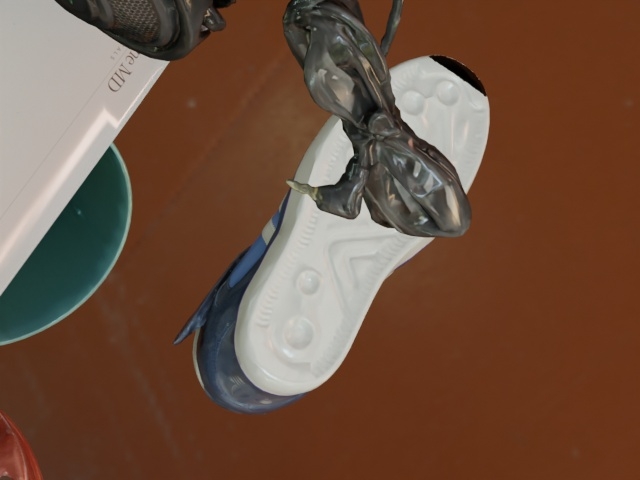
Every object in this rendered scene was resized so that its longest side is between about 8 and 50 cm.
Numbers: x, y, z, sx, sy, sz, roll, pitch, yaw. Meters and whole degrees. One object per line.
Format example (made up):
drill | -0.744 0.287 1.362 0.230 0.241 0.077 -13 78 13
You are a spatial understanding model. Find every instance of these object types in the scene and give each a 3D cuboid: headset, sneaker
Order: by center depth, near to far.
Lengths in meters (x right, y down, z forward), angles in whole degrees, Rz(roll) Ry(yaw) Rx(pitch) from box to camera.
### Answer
headset | -0.021 -0.157 0.867 0.243 0.185 0.394 -30 33 6
sneaker | 0.000 0.001 1.576 0.323 0.130 0.236 -59 10 -17

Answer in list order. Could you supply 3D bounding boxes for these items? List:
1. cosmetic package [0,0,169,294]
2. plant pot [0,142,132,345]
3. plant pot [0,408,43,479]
cosmetic package | -0.292 -0.108 1.277 0.097 0.284 0.377 -19 33 53
plant pot | -0.375 -0.073 1.981 0.235 0.293 0.293 51 126 48
plant pot | -0.358 0.226 1.595 0.265 0.272 0.272 135 125 -72
